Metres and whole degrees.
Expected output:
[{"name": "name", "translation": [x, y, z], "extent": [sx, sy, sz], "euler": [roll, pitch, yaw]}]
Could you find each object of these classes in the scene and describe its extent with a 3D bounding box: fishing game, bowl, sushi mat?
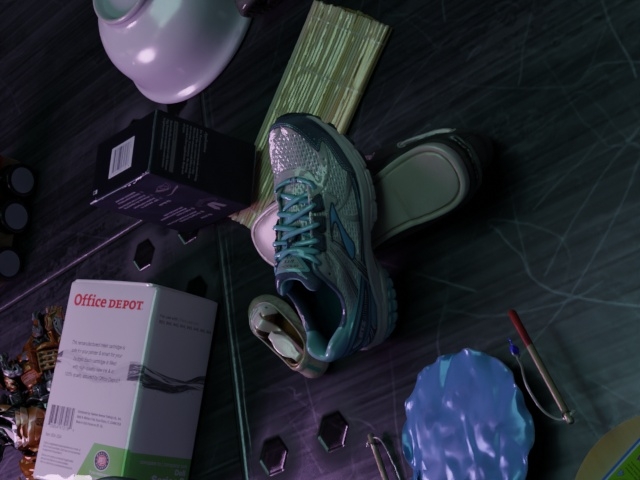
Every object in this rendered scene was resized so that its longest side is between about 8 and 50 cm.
[{"name": "fishing game", "translation": [0.155, 0.206, 1.232], "extent": [0.264, 0.041, 0.189], "euler": [-50, 47, 31]}, {"name": "bowl", "translation": [-0.235, -0.360, 1.735], "extent": [0.298, 0.134, 0.298], "euler": [-16, 65, 39]}, {"name": "sushi mat", "translation": [-0.021, -0.152, 1.537], "extent": [0.151, 0.019, 0.316], "euler": [28, 97, 47]}]

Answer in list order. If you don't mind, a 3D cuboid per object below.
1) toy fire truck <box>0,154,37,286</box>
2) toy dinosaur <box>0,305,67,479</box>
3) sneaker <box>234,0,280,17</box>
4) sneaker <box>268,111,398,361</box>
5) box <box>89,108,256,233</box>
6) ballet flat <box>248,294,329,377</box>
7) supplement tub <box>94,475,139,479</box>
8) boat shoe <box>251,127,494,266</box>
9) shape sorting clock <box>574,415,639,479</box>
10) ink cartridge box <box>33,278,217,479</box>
[{"name": "toy fire truck", "translation": [-0.584, -0.050, 1.889], "extent": [0.158, 0.246, 0.217], "euler": [-6, 72, 44]}, {"name": "toy dinosaur", "translation": [-0.431, 0.257, 1.718], "extent": [0.218, 0.164, 0.322], "euler": [-7, 49, 26]}, {"name": "sneaker", "translation": [-0.055, -0.415, 1.591], "extent": [0.227, 0.087, 0.130], "euler": [-38, 76, 35]}, {"name": "sneaker", "translation": [0.000, 0.000, 1.302], "extent": [0.110, 0.122, 0.283], "euler": [-10, 103, 41]}, {"name": "box", "translation": [-0.194, -0.086, 1.566], "extent": [0.156, 0.158, 0.093], "euler": [-20, 59, 49]}, {"name": "ballet flat", "translation": [-0.050, 0.109, 1.452], "extent": [0.168, 0.052, 0.057], "euler": [35, 102, 45]}, {"name": "supplement tub", "translation": [-0.107, 0.372, 1.203], "extent": [0.207, 0.338, 0.207], "euler": [-25, 53, 37]}, {"name": "boat shoe", "translation": [0.061, -0.043, 1.384], "extent": [0.335, 0.095, 0.112], "euler": [-22, 98, 42]}, {"name": "shape sorting clock", "translation": [0.311, 0.256, 1.058], "extent": [0.206, 0.040, 0.206], "euler": [-12, 71, 39]}, {"name": "ink cartridge box", "translation": [-0.258, 0.197, 1.582], "extent": [0.198, 0.115, 0.273], "euler": [1, 77, 44]}]
